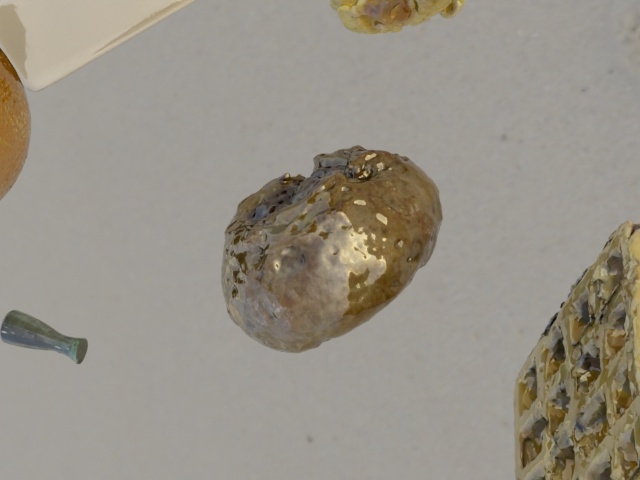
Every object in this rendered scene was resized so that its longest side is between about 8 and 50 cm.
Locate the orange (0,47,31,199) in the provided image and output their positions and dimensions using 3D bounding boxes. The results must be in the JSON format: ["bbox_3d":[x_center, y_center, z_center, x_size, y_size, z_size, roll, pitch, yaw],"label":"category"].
[{"bbox_3d":[-0.457,-0.137,1.599,0.274,0.274,0.274,25,126,39],"label":"orange"}]

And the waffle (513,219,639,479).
[{"bbox_3d":[0.246,0.192,1.112,0.114,0.376,0.261,16,135,-11],"label":"waffle"}]

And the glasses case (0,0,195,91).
[{"bbox_3d":[-0.303,-0.350,2.045,0.144,0.336,0.076,61,176,-17],"label":"glasses case"}]

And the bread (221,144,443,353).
[{"bbox_3d":[0.000,0.000,1.344,0.230,0.230,0.123,-13,120,50],"label":"bread"}]

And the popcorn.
[{"bbox_3d":[0.112,-0.354,1.919,0.194,0.163,0.140,-19,89,30],"label":"popcorn"}]

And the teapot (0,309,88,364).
[{"bbox_3d":[-0.330,0.119,1.738,0.110,0.043,0.043,17,124,19],"label":"teapot"}]
